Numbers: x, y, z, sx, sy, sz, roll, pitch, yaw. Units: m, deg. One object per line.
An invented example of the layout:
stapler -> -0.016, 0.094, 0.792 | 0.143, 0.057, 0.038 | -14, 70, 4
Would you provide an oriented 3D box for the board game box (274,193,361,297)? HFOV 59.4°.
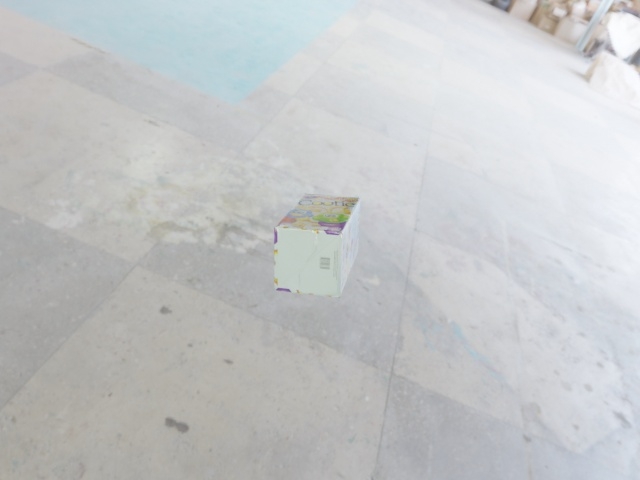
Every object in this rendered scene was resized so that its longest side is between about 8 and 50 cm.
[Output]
board game box -> 0.000, 0.000, 1.247 | 0.142, 0.144, 0.275 | 5, 19, 10
